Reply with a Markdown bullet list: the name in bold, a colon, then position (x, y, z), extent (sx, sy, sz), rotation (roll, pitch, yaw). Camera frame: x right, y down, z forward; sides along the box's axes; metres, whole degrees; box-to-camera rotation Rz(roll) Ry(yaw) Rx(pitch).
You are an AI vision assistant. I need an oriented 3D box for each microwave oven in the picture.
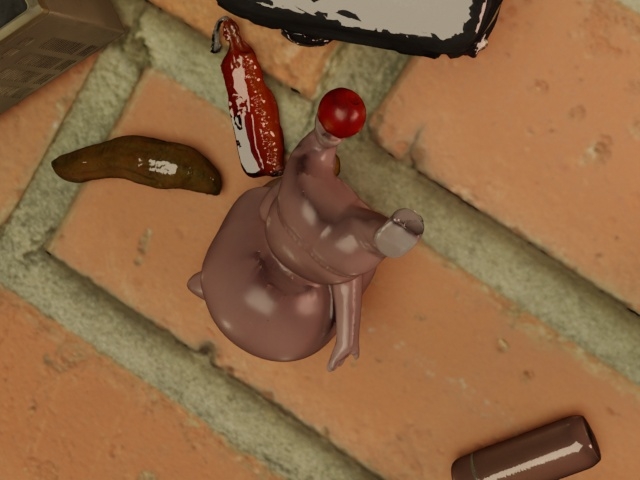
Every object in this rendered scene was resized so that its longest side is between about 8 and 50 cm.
- **microwave oven**: position (-0.340, -0.203, 1.091), extent (0.241, 0.194, 0.145), rotation (-30, 88, 16)

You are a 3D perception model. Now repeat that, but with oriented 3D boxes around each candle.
- **candle**: position (-0.071, -0.139, 1.119), extent (0.053, 0.048, 0.162), rotation (-17, 97, -19)

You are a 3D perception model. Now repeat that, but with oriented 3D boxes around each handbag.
- **handbag**: position (0.041, -0.251, 0.996), extent (0.255, 0.181, 0.181), rotation (10, 101, 9)

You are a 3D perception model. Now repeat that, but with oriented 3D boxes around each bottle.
- **bottle**: position (0.197, 0.214, 1.111), extent (0.140, 0.053, 0.053), rotation (-24, 94, 15)

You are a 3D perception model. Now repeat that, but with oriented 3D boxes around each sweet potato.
- **sweet potato**: position (-0.187, -0.078, 1.148), extent (0.182, 0.054, 0.053), rotation (6, 92, 14)

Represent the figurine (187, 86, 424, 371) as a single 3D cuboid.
- **figurine**: position (0.000, 0.000, 1.051), extent (0.176, 0.186, 0.287), rotation (34, 140, 0)
